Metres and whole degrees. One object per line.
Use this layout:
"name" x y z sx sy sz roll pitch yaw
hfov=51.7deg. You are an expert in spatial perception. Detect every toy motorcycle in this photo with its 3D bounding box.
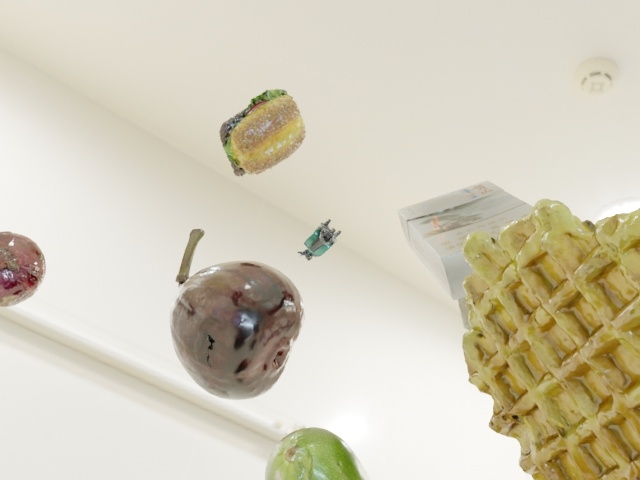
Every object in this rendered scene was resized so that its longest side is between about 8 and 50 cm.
"toy motorcycle" 0.000 0.000 1.561 0.100 0.173 0.058 -43 -86 7

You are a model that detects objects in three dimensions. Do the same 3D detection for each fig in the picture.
"fig" -0.154 0.111 0.967 0.249 0.186 0.203 26 -66 20

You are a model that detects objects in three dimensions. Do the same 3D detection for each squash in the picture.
"squash" 0.012 0.197 0.485 0.066 0.066 0.201 -6 -40 14

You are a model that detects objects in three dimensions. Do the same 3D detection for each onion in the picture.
"onion" -0.435 0.038 0.913 0.107 0.107 0.097 31 -35 -18

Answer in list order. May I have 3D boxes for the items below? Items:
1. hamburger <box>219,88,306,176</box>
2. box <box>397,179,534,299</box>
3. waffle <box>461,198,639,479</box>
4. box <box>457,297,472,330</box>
"hamburger" -0.100 -0.193 1.185 0.087 0.166 0.137 28 -33 44
"box" 0.206 -0.010 0.897 0.149 0.233 0.067 -17 -72 -2
"waffle" 0.227 0.113 0.537 0.060 0.312 0.307 -18 -84 -24
"box" 0.290 0.123 1.221 0.062 0.045 0.098 17 -47 48
